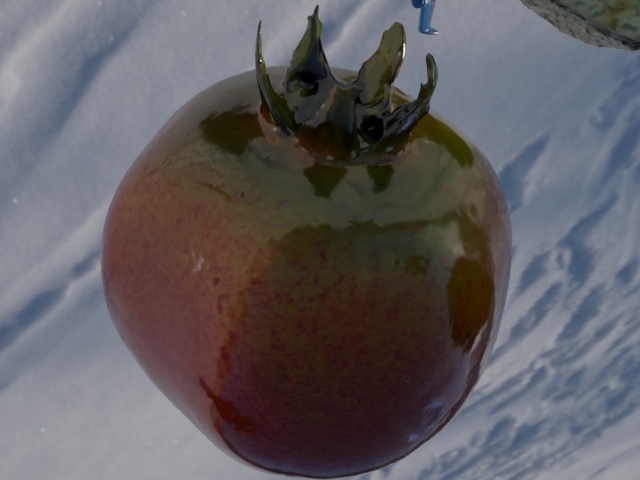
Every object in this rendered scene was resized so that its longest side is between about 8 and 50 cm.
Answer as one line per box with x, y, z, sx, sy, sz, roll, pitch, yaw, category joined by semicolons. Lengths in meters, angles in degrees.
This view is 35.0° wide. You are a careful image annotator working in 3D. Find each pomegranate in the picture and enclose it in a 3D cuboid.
0.000;0.000;0.538;0.220;0.221;0.257;-14;139;-26;pomegranate

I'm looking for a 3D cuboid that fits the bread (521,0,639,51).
0.164;-0.171;0.622;0.103;0.156;0.110;-42;162;0;bread

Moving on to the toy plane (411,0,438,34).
0.132;-0.322;1.043;0.271;0.105;0.254;-30;148;-53;toy plane
